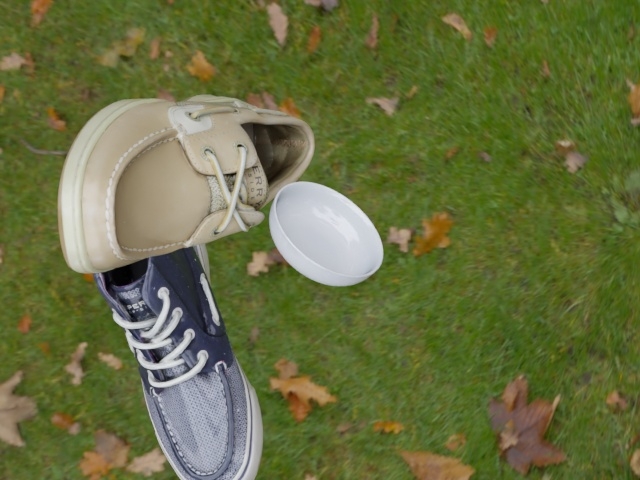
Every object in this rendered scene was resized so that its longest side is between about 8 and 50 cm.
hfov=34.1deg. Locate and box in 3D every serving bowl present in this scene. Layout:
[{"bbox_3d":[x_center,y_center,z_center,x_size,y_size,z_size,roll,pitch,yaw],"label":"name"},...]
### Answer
[{"bbox_3d":[0.000,0.000,0.693,0.083,0.083,0.027,46,127,12],"label":"serving bowl"}]

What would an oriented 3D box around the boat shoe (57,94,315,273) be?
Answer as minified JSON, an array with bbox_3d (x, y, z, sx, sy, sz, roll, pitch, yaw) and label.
[{"bbox_3d":[-0.086,-0.050,0.761,0.098,0.302,0.109,6,106,16],"label":"boat shoe"}]

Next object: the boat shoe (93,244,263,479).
[{"bbox_3d":[-0.168,0.109,1.120,0.127,0.158,0.341,-25,69,11],"label":"boat shoe"}]
